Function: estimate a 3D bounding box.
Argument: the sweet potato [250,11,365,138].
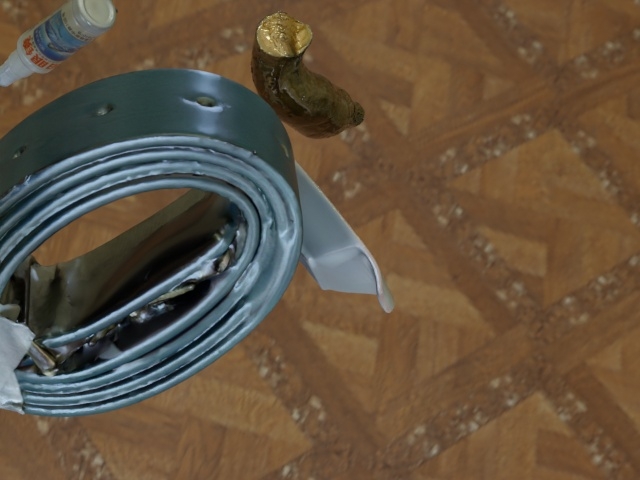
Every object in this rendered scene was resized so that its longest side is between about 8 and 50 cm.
[{"bbox_3d":[-0.008,-0.190,1.664,0.085,0.286,0.112,27,88,32],"label":"sweet potato"}]

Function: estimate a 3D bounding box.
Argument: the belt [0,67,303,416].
[{"bbox_3d":[-0.220,0.005,1.400,0.300,0.436,0.173,47,16,-29],"label":"belt"}]

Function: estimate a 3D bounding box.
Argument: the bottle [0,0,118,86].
[{"bbox_3d":[-0.338,-0.246,1.641,0.060,0.217,0.060,20,60,-39],"label":"bottle"}]

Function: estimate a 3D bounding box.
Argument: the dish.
[{"bbox_3d":[0.000,0.000,1.554,0.064,0.154,0.234,-37,62,-6],"label":"dish"}]
